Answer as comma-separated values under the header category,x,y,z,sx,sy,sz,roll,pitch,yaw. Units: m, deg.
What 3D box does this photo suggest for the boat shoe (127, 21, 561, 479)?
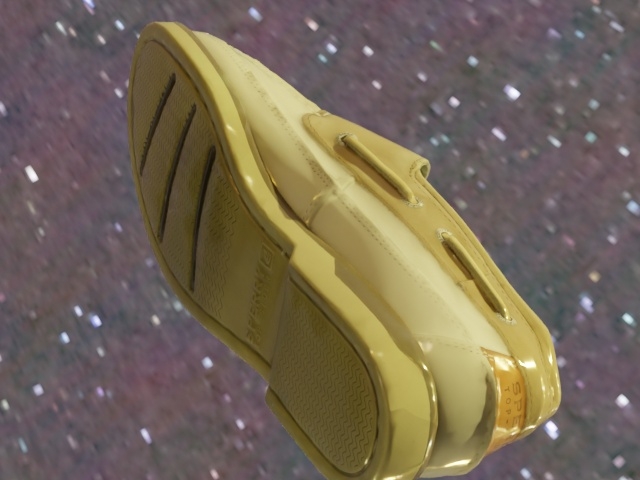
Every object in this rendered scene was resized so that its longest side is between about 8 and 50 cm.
category,x,y,z,sx,sy,sz,roll,pitch,yaw
boat shoe,0.000,0.000,0.884,0.103,0.302,0.113,-7,-47,-29
